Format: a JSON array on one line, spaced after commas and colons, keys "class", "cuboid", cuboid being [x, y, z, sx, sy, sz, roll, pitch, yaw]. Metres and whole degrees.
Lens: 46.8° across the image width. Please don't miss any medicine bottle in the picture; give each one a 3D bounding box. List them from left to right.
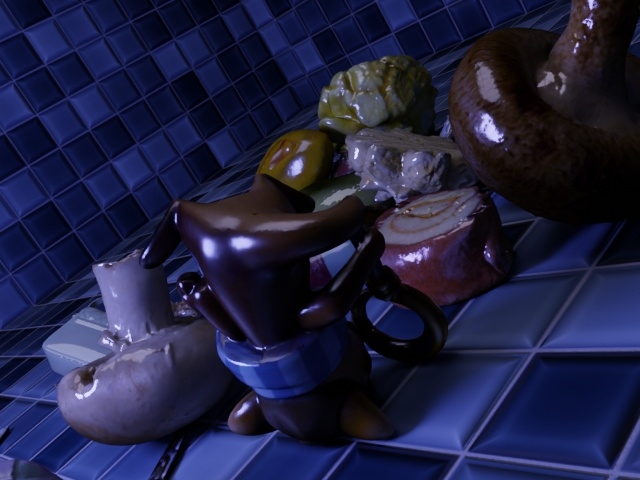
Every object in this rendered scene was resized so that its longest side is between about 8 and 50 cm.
[{"class": "medicine bottle", "cuboid": [0.039, 0.038, 1.354, 0.217, 0.090, 0.090, -26, 16, 15]}]

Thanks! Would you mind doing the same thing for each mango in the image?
[{"class": "mango", "cuboid": [-0.058, -0.175, 1.932, 0.253, 0.182, 0.365, -65, 14, -20]}]

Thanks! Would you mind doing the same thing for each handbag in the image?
[{"class": "handbag", "cuboid": [-0.415, 0.202, 1.523, 0.256, 0.079, 0.219, 15, 43, 24]}]

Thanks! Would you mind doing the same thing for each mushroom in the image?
[{"class": "mushroom", "cuboid": [-0.294, 0.168, 1.181, 0.293, 0.290, 0.292, -23, 3, 1]}, {"class": "mushroom", "cuboid": [0.372, -0.205, 1.003, 0.356, 0.331, 0.334, -44, 33, 38]}]

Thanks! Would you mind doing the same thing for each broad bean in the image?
[{"class": "broad bean", "cuboid": [0.047, -0.084, 1.672, 0.291, 0.119, 0.238, -11, 16, 45]}]

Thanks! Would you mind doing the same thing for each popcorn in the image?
[{"class": "popcorn", "cuboid": [0.141, -0.352, 1.973, 0.292, 0.334, 0.293, 19, 74, 24]}]

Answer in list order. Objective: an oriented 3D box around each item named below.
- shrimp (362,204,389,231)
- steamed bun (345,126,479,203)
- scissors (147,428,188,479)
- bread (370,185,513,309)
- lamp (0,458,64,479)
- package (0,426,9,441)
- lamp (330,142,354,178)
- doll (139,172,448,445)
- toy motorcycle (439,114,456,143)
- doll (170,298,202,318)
[{"class": "shrimp", "cuboid": [0.000, 0.000, 1.445, 0.290, 0.054, 0.222, -26, -15, 13]}, {"class": "steamed bun", "cuboid": [0.190, -0.136, 1.454, 0.292, 0.137, 0.295, 0, 16, -20]}, {"class": "scissors", "cuboid": [-0.243, 0.357, 1.017, 0.160, 0.024, 0.317, -26, 16, 19]}, {"class": "bread", "cuboid": [0.182, 0.008, 1.120, 0.190, 0.123, 0.244, -42, 19, -30]}, {"class": "lamp", "cuboid": [-0.311, 0.368, 0.799, 0.248, 0.247, 0.301, 1, 5, -19]}, {"class": "package", "cuboid": [-0.788, 0.487, 1.625, 0.173, 0.027, 0.171, -24, 16, 12]}, {"class": "lamp", "cuboid": [0.095, -0.183, 1.850, 0.157, 0.135, 0.156, -32, 14, 12]}, {"class": "doll", "cuboid": [-0.026, 0.079, 0.898, 0.318, 0.339, 0.209, -16, 19, 15]}, {"class": "toy motorcycle", "cuboid": [0.332, -0.267, 1.748, 0.152, 0.073, 0.225, -52, 11, 39]}, {"class": "doll", "cuboid": [-0.398, 0.202, 1.653, 0.278, 0.119, 0.154, -24, 16, -11]}]
